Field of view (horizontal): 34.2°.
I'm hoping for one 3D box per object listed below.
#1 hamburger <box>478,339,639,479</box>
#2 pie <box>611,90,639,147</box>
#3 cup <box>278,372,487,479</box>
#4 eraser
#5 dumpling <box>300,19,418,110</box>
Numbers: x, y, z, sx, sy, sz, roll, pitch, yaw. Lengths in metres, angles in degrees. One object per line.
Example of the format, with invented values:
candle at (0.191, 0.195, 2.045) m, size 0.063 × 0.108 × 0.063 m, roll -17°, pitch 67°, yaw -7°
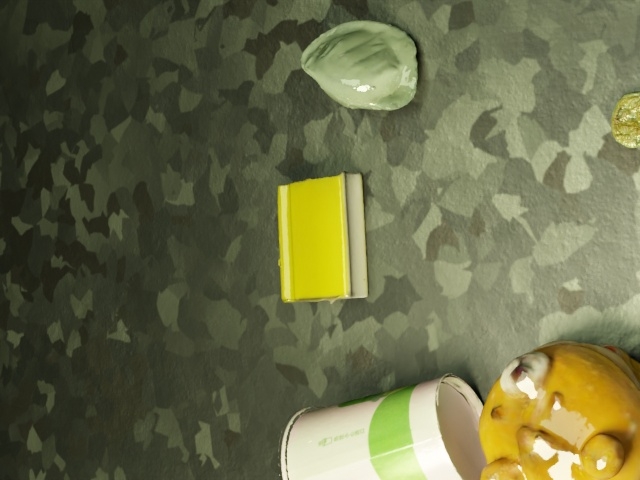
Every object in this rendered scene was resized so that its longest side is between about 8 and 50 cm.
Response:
hamburger at (0.337, 0.266, 1.414) m, size 0.276 × 0.237 × 0.276 m, roll -3°, pitch 86°, yaw 37°
pie at (0.451, -0.170, 1.474) m, size 0.084 × 0.021 × 0.084 m, roll -5°, pitch 81°, yaw 37°
cup at (0.115, 0.339, 1.600) m, size 0.274 × 0.253 × 0.253 m, roll -25°, pitch 72°, yaw 30°
eraser at (0.000, 0.000, 1.813) m, size 0.158 × 0.069 × 0.226 m, roll -7°, pitch 83°, yaw 37°
dumpling at (0.072, -0.286, 1.757) m, size 0.219 × 0.152 × 0.108 m, roll 32°, pitch 152°, yaw 21°
